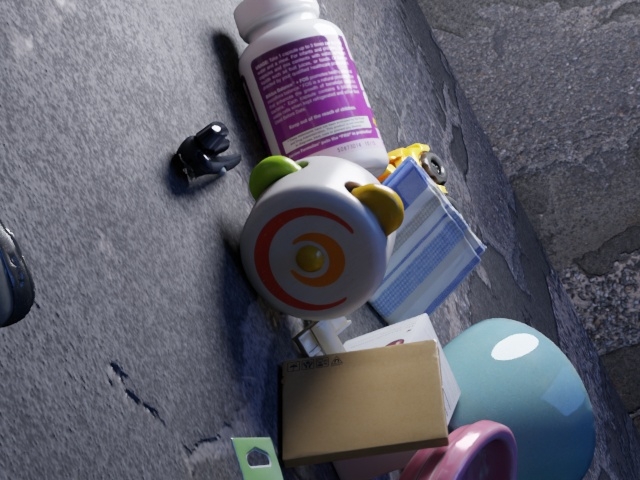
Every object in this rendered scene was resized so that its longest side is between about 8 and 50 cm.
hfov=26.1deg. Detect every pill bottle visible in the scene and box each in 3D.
[{"bbox_3d":[-0.022,-0.218,2.029,0.169,0.169,0.302,5,64,-70],"label":"pill bottle"}]

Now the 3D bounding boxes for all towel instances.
[{"bbox_3d":[0.139,0.015,2.204,0.034,0.209,0.285,37,-7,45],"label":"towel"}]

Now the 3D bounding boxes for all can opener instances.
[{"bbox_3d":[-0.133,-0.108,1.765,0.059,0.073,0.186,60,8,5],"label":"can opener"}]

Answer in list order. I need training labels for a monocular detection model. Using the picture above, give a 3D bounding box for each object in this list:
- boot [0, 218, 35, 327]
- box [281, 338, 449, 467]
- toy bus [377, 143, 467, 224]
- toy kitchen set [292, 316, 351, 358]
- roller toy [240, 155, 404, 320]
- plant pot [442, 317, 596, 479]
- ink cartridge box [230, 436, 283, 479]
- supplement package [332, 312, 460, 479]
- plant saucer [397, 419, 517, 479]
[{"bbox_3d":[-0.324,-0.024,1.084,0.247,0.083,0.161,66,24,0],"label":"boot"},{"bbox_3d":[0.051,0.198,1.690,0.164,0.201,0.021,-92,171,-48],"label":"box"},{"bbox_3d":[0.119,-0.060,2.326,0.211,0.149,0.220,12,53,-50],"label":"toy bus"},{"bbox_3d":[-0.003,0.138,1.877,0.083,0.075,0.068,-38,105,-30],"label":"toy kitchen set"},{"bbox_3d":[0.000,0.000,1.782,0.146,0.209,0.191,-67,164,-64],"label":"roller toy"},{"bbox_3d":[0.237,0.284,2.068,0.195,0.290,0.290,-21,87,-39],"label":"plant pot"},{"bbox_3d":[-0.066,0.313,1.431,0.109,0.062,0.209,19,51,-67],"label":"ink cartridge box"},{"bbox_3d":[0.090,0.213,1.877,0.134,0.139,0.244,66,18,-8],"label":"supplement package"},{"bbox_3d":[0.146,0.376,1.716,0.332,0.084,0.332,-43,142,-46],"label":"plant saucer"}]
